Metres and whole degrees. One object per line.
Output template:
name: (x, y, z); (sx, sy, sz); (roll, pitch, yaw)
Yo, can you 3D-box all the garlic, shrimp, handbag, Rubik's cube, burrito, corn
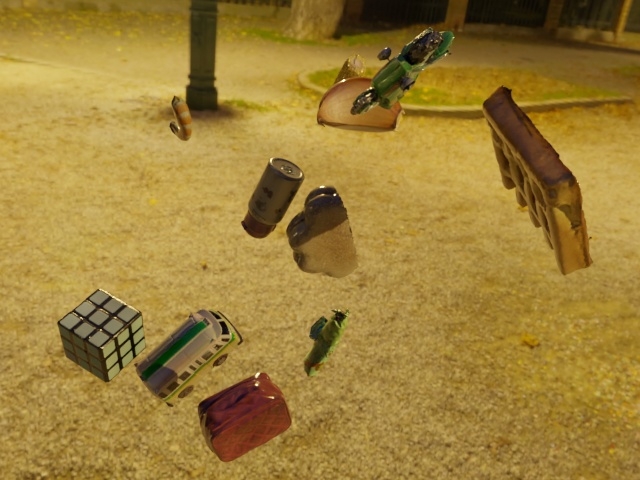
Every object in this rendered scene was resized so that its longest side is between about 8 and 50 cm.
garlic: (0.069, -0.287, 1.316); (0.207, 0.128, 0.115); (-6, -11, -19)
shrimp: (-0.485, -0.418, 2.040); (0.049, 0.161, 0.166); (-26, 26, -25)
handbag: (-0.193, 0.444, 1.518); (0.225, 0.146, 0.135); (-26, 36, -16)
Rubik's cube: (-0.597, 0.260, 1.651); (0.160, 0.162, 0.163); (25, 46, 18)
burrito: (0.005, 0.305, 1.854); (0.054, 0.288, 0.104); (-14, 52, -45)
corn: (0.082, -0.511, 1.989); (0.081, 0.248, 0.081); (7, 66, -16)

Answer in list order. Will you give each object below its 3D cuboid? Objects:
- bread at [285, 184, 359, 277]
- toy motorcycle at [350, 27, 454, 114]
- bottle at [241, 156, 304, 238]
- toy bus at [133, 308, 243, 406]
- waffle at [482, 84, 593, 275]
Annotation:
bread: (0.000, -0.004, 1.711); (0.183, 0.337, 0.102); (-21, 47, -5)
toy motorcycle: (0.128, -0.266, 0.967); (0.074, 0.190, 0.106); (55, 34, 4)
bottle: (-0.138, -0.107, 1.651); (0.110, 0.233, 0.110); (22, 31, -14)
toy bus: (-0.403, 0.341, 1.823); (0.305, 0.179, 0.143); (-41, 66, -8)
waffle: (0.462, -0.134, 1.292); (0.077, 0.304, 0.348); (-26, 45, 10)
